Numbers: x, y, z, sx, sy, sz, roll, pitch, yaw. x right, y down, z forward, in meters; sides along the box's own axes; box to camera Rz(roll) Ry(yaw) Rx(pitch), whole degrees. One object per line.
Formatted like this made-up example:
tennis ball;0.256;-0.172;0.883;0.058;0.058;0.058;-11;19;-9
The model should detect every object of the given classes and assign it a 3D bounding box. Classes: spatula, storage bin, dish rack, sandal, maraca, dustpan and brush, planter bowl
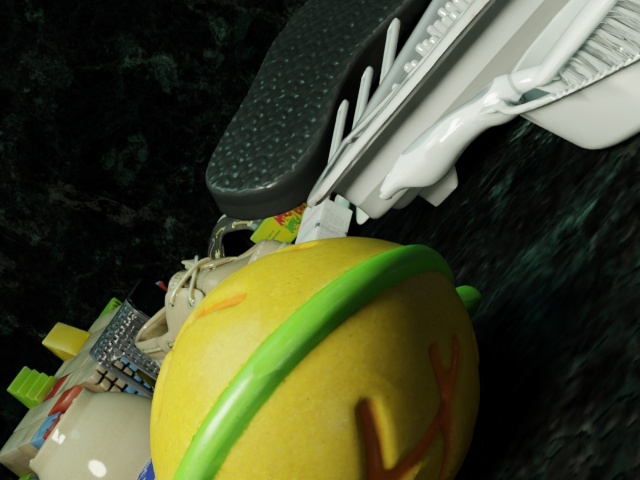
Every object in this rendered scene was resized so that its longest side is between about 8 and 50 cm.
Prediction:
spatula;0.024;-0.077;1.079;0.168;0.019;0.242;124;161;-50
storage bin;-0.206;0.125;1.496;0.084;0.122;0.180;-54;6;5
dish rack;0.131;-0.165;0.750;0.285;0.072;0.333;-49;8;47
sandal;0.014;-0.169;1.327;0.167;0.107;0.446;3;46;35
maraca;0.007;0.056;0.417;0.127;0.099;0.185;-51;-19;10
dustpan and brush;0.104;-0.073;0.505;0.211;0.060;0.147;-50;8;36
planter bowl;-0.223;0.216;1.210;0.162;0.109;0.162;-53;6;8

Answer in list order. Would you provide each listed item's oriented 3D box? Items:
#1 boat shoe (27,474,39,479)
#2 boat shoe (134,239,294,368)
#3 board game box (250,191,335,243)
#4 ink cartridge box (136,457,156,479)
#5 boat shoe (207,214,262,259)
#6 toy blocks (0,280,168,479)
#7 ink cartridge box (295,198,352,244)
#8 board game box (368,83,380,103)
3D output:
boat shoe;-0.328;0.317;1.438;0.099;0.116;0.319;-59;2;-6
boat shoe;-0.116;0.070;1.223;0.109;0.098;0.302;-59;7;-33
board game box;-0.013;-0.061;1.406;0.181;0.043;0.092;-46;11;53
ink cartridge box;-0.090;0.169;0.747;0.097;0.046;0.207;-52;6;13
boat shoe;-0.105;0.003;1.584;0.069;0.081;0.228;-54;7;-32
toy blocks;-0.327;0.222;1.801;0.261;0.191;0.381;-28;25;52
ink cartridge box;0.000;0.000;0.978;0.048;0.028;0.083;-47;22;48
board game box;0.120;-0.191;1.082;0.141;0.048;0.170;-56;6;-21
